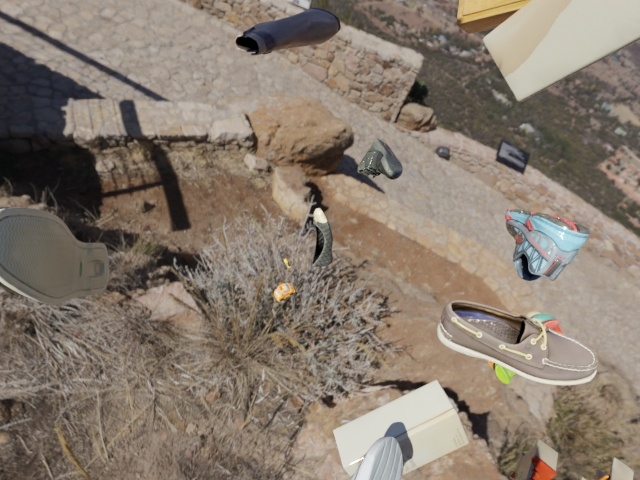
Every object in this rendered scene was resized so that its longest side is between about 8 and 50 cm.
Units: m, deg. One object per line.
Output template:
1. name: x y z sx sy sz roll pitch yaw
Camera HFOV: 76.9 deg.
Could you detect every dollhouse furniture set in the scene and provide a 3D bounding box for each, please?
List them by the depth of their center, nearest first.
1. dollhouse furniture set: 0.566 0.595 0.894 0.259 0.262 0.135 36 37 21

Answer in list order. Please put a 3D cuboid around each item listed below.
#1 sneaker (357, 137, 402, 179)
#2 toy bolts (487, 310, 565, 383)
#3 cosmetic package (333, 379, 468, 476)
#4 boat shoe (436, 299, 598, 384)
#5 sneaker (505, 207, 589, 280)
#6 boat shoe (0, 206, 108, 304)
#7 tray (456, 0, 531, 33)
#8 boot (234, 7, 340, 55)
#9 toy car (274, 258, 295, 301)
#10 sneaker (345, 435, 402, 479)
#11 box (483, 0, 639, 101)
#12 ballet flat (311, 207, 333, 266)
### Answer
1. sneaker: 0.204 -0.249 1.395 0.087 0.130 0.228 21 31 -29
2. toy bolts: 0.578 0.268 1.191 0.219 0.228 0.158 60 10 -6
3. cosmetic package: 0.209 0.512 1.053 0.309 0.160 0.113 -28 32 1
4. boat shoe: 0.419 0.209 0.858 0.323 0.097 0.117 15 46 18
5. sneaker: 0.399 0.010 0.772 0.103 0.125 0.262 22 10 11
6. boat shoe: -0.287 0.022 0.405 0.078 0.233 0.084 3 79 -11
7. tray: 0.487 -0.572 0.803 0.076 0.203 0.410 -2 10 -45
8. boot: -0.045 -0.250 0.494 0.118 0.042 0.087 19 46 42
9. toy car: -0.111 0.108 1.142 0.060 0.041 0.122 -16 57 5
10. sneaker: 0.074 0.476 0.769 0.258 0.091 0.094 -30 92 -52
11. box: 0.393 -0.324 0.524 0.148 0.311 0.121 -38 97 -23
12. ballet flat: 0.000 0.000 0.940 0.049 0.173 0.057 -18 42 -15
